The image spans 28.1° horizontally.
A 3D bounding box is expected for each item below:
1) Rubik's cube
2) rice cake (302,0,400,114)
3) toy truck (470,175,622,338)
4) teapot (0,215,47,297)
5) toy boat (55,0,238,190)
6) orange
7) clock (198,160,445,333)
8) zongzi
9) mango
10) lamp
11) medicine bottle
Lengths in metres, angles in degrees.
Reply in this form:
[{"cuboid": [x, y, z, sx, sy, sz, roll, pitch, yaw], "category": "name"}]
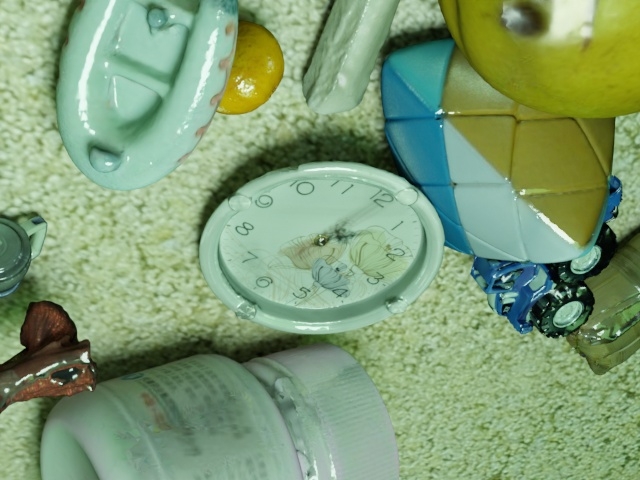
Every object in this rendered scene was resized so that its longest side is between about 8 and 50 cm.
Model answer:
[{"cuboid": [0.175, -0.046, 1.204, 0.254, 0.254, 0.254, -15, 133, -17], "category": "Rubik's cube"}, {"cuboid": [0.049, -0.225, 1.093, 0.057, 0.052, 0.256, 1, 126, -33], "category": "rice cake"}, {"cuboid": [0.229, -0.005, 1.340, 0.126, 0.113, 0.208, -5, 128, -24], "category": "toy truck"}, {"cuboid": [-0.276, 0.014, 1.115, 0.088, 0.066, 0.057, -37, 161, -28], "category": "teapot"}, {"cuboid": [-0.144, -0.132, 1.009, 0.134, 0.079, 0.208, 25, 115, -1], "category": "toy boat"}, {"cuboid": [-0.070, -0.144, 1.074, 0.070, 0.083, 0.083, 33, 107, -29], "category": "orange"}, {"cuboid": [0.000, 0.000, 1.230, 0.236, 0.053, 0.236, -3, 135, -3], "category": "clock"}, {"cuboid": [0.375, 0.076, 1.506, 0.194, 0.099, 0.197, -36, 146, 3], "category": "zongzi"}, {"cuboid": [0.300, -0.279, 1.063, 0.445, 0.220, 0.301, -26, 116, -10], "category": "mango"}, {"cuboid": [-0.327, 0.126, 1.099, 0.215, 0.223, 0.151, -43, 154, -39], "category": "lamp"}, {"cuboid": [-0.098, 0.231, 1.264, 0.302, 0.241, 0.241, -13, 133, -31], "category": "medicine bottle"}]
